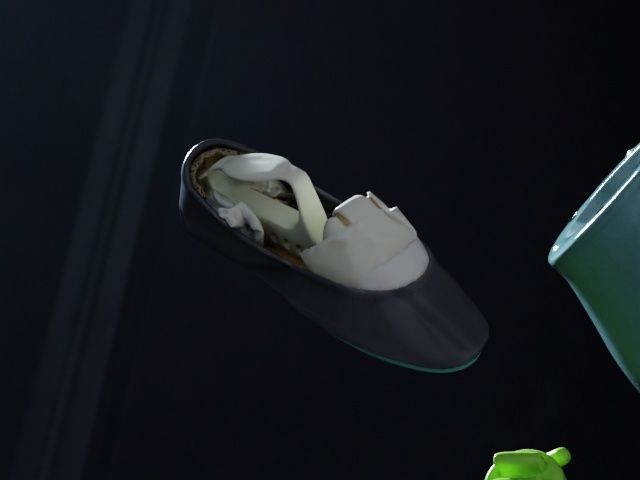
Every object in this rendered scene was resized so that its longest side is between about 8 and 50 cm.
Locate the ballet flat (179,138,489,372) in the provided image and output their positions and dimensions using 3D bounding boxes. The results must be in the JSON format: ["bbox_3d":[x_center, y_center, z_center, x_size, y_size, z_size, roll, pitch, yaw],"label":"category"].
[{"bbox_3d":[0.000,0.000,0.923,0.203,0.074,0.074,29,-111,35],"label":"ballet flat"}]

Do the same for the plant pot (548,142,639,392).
[{"bbox_3d":[0.348,0.031,1.545,0.255,0.271,0.271,41,-108,0],"label":"plant pot"}]

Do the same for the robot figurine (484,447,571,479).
[{"bbox_3d":[0.172,0.214,1.441,0.067,0.115,0.101,-6,-131,21],"label":"robot figurine"}]
